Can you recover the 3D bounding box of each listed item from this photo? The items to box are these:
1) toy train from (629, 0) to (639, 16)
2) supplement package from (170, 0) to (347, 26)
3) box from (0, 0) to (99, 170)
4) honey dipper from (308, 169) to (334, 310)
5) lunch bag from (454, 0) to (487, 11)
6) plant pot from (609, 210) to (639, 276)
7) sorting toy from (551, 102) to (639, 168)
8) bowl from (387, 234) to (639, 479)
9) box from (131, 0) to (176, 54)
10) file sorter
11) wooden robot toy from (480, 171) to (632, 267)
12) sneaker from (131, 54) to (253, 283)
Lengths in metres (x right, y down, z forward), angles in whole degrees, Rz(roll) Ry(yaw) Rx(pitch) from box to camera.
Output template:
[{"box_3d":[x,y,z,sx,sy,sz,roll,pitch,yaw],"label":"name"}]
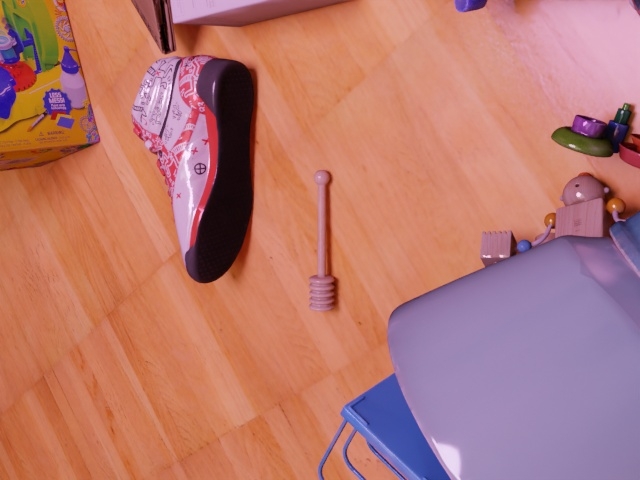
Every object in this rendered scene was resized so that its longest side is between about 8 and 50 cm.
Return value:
[{"box_3d":[0.342,-0.226,0.446,0.334,0.142,0.190,-34,66,41],"label":"toy train"},{"box_3d":[-0.064,-0.290,0.756,0.179,0.105,0.105,2,101,39],"label":"supplement package"},{"box_3d":[-0.505,-0.237,0.995,0.177,0.290,0.279,-11,95,39],"label":"box"},{"box_3d":[0.000,0.000,0.826,0.031,0.030,0.160,7,103,37],"label":"honey dipper"},{"box_3d":[0.131,-0.334,0.572,0.221,0.138,0.293,23,121,45],"label":"lunch bag"},{"box_3d":[0.363,0.010,0.412,0.255,0.272,0.271,-45,72,21],"label":"plant pot"},{"box_3d":[0.245,-0.089,0.594,0.102,0.061,0.042,18,113,9],"label":"sorting toy"},{"box_3d":[0.215,0.115,0.536,0.163,0.312,0.311,-45,72,20],"label":"bowl"},{"box_3d":[-0.225,-0.340,0.837,0.201,0.021,0.164,59,163,21],"label":"box"},{"box_3d":[0.097,0.200,0.710,0.118,0.170,0.104,40,126,24],"label":"file sorter"},{"box_3d":[0.227,-0.018,0.637,0.173,0.076,0.079,-14,57,39],"label":"wooden robot toy"},{"box_3d":[-0.163,-0.092,0.894,0.145,0.090,0.269,16,107,35],"label":"sneaker"}]
